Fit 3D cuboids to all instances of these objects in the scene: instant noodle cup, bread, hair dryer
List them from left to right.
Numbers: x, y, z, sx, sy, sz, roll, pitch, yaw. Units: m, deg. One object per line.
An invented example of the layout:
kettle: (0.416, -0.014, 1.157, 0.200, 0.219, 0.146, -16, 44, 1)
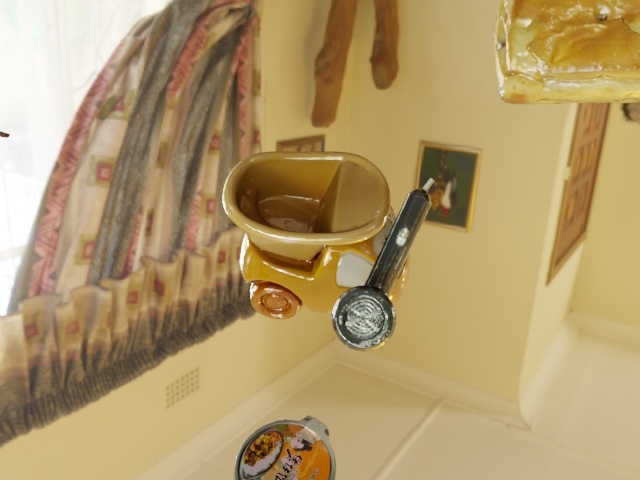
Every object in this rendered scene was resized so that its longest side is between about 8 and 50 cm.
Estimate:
instant noodle cup: (-0.060, 0.436, 1.072, 0.208, 0.125, 0.177, -30, -128, -25)
hair dryer: (0.084, 0.023, 0.689, 0.071, 0.219, 0.124, 26, 176, 6)
bread: (0.335, -0.286, 0.763, 0.210, 0.235, 0.099, 3, 156, 11)

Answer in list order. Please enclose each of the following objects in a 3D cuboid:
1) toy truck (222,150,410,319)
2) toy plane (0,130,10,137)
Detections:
toy truck: (0.000, 0.000, 0.887, 0.288, 0.212, 0.204, 9, -134, 1)
toy plane: (-0.399, -0.084, 0.642, 0.194, 0.077, 0.126, 37, -144, 25)
